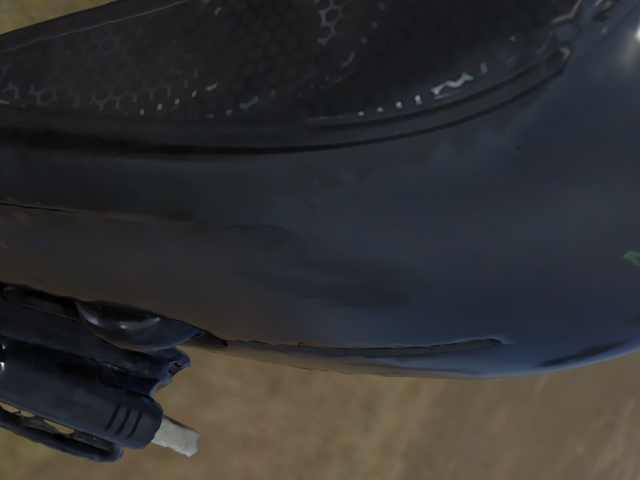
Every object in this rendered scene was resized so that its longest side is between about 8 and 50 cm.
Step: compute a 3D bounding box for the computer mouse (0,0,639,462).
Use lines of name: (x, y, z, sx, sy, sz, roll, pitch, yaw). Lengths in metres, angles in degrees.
computer mouse: (0.000, 0.000, 0.399, 0.188, 0.272, 0.072, 35, 46, -51)
